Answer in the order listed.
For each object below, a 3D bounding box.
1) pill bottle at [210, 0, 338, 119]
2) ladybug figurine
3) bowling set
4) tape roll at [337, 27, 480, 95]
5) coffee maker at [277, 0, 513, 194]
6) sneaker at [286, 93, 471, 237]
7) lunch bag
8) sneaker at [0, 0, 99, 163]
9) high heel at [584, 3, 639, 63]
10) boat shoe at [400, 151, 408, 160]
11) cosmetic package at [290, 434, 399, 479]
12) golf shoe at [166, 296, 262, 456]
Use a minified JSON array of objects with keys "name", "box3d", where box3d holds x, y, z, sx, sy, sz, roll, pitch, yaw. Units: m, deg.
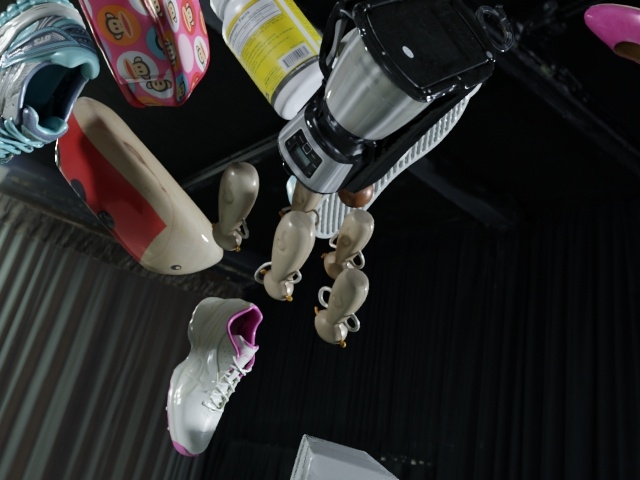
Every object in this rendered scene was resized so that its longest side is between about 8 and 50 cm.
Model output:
[{"name":"pill bottle","box3d":[-0.110,-0.470,1.343,0.334,0.188,0.188,55,-24,8]},{"name":"ladybug figurine","box3d":[-0.389,-0.099,1.173,0.449,0.162,0.305,49,-9,4]},{"name":"bowling set","box3d":[0.000,0.000,0.808,0.287,0.199,0.154,46,-41,23]},{"name":"tape roll","box3d":[0.237,-0.472,1.489,0.391,0.392,0.072,7,-42,11]},{"name":"coffee maker","box3d":[0.066,-0.128,0.527,0.171,0.120,0.178,-3,-21,-29]},{"name":"sneaker","box3d":[0.078,-0.179,0.923,0.150,0.366,0.135,49,4,39]},{"name":"lunch bag","box3d":[-0.274,-0.394,0.931,0.120,0.258,0.293,0,-46,12]},{"name":"sneaker","box3d":[-0.370,-0.151,0.670,0.283,0.122,0.110,-45,-19,17]},{"name":"high heel","box3d":[0.393,-0.188,0.674,0.244,0.117,0.082,44,19,27]},{"name":"boat shoe","box3d":[0.083,-0.157,0.657,0.063,0.066,0.184,-14,-24,-22]},{"name":"cosmetic package","box3d":[0.017,0.496,1.048,0.156,0.217,0.385,17,-17,-1]},{"name":"golf shoe","box3d":[-0.194,0.244,1.064,0.140,0.306,0.115,-9,-31,31]}]
